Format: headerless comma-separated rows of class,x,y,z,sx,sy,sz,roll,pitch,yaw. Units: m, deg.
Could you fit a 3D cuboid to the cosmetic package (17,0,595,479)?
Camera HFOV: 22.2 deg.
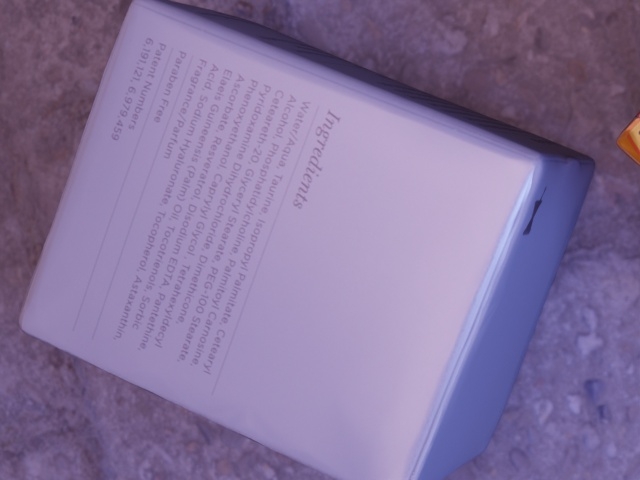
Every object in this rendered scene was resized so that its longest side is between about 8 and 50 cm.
cosmetic package,0.000,0.000,1.523,0.393,0.329,0.327,23,99,16

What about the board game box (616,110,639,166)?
board game box,0.514,-0.096,1.341,0.356,0.356,0.356,43,104,12
